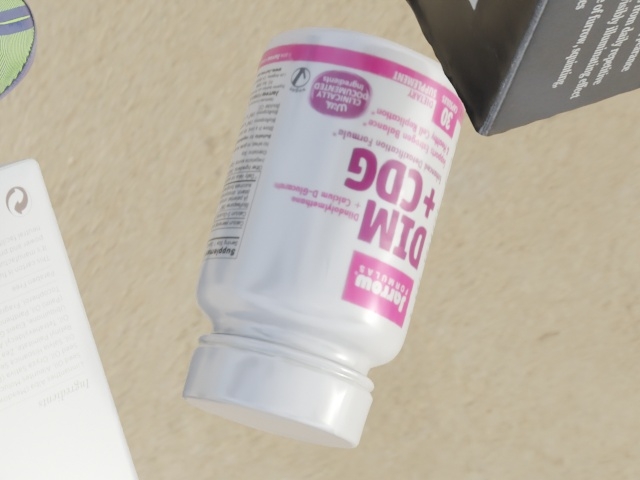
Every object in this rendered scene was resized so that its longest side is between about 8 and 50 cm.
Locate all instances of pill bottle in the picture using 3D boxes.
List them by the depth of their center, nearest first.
[{"bbox_3d":[0.000,0.000,1.294,0.160,0.160,0.283,18,78,-11],"label":"pill bottle"}]

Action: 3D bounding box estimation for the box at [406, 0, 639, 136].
[{"bbox_3d":[0.253,-0.267,1.023,0.395,0.293,0.212,-17,68,-17],"label":"box"}]

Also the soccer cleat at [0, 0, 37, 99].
[{"bbox_3d":[-0.294,-0.077,0.950,0.289,0.121,0.093,-21,97,2],"label":"soccer cleat"}]

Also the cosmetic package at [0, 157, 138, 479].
[{"bbox_3d":[-0.309,0.173,1.566,0.161,0.230,0.453,-25,101,-42],"label":"cosmetic package"}]
